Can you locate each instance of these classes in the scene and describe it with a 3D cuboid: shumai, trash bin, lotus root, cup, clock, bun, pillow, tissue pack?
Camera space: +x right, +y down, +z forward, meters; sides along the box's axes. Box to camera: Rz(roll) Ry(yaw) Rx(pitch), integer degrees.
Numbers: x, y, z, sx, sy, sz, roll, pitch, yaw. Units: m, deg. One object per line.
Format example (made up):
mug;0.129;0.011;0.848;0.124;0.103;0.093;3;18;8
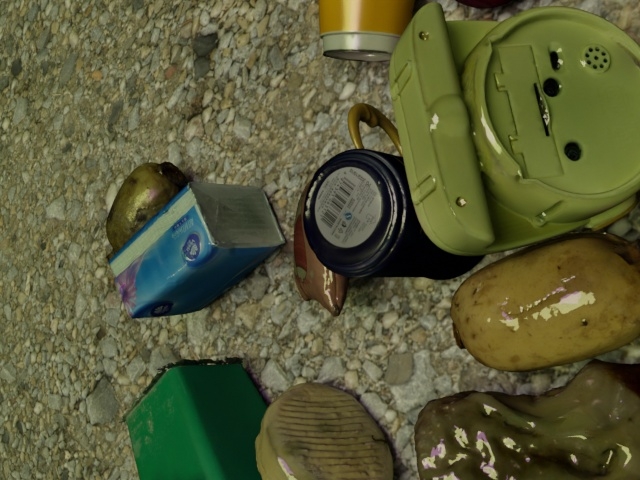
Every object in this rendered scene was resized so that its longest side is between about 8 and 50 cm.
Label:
shumai;0.302;0.274;0.762;0.346;0.217;0.283;49;114;17
trash bin;-0.182;0.412;1.100;0.259;0.295;0.381;-49;55;24
lotus root;0.300;0.074;0.819;0.284;0.146;0.160;-29;51;32
cup;0.075;-0.425;1.004;0.196;0.196;0.280;9;101;37
clock;0.267;-0.144;0.770;0.117;0.348;0.286;129;131;-74
lotus root;-0.367;-0.036;1.336;0.154;0.154;0.278;42;112;31
cup;0.085;-0.058;0.926;0.255;0.256;0.178;47;115;30
bun;-0.002;0.337;1.018;0.237;0.209;0.116;56;135;40
pillow;0.000;0.000;1.043;0.083;0.236;0.224;0;89;-8
tissue pack;-0.226;0.023;1.195;0.263;0.198;0.146;-36;70;31

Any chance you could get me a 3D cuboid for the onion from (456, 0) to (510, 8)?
onion;0.232;-0.413;0.902;0.177;0.153;0.178;4;98;29
